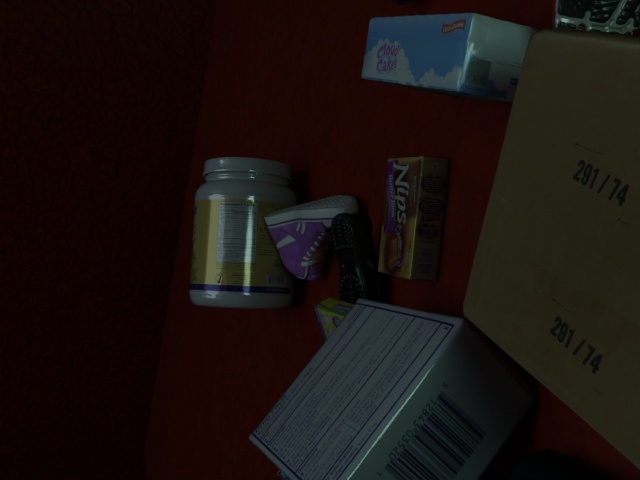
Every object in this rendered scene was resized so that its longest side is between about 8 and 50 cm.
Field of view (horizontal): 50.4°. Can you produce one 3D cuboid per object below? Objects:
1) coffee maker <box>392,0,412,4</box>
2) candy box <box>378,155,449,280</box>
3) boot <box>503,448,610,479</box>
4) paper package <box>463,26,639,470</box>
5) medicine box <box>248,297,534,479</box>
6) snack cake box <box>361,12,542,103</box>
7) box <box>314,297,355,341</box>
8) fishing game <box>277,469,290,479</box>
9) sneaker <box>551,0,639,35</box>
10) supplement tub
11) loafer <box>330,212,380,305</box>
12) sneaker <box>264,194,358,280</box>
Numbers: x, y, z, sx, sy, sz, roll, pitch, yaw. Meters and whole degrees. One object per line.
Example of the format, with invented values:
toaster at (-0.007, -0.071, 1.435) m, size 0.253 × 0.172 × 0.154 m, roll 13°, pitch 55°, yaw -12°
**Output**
coffee maker at (0.081, -0.479, 1.133) m, size 0.120 × 0.171 × 0.178 m, roll -62°, pitch 30°, yaw 13°
candy box at (0.143, -0.036, 1.058) m, size 0.109 × 0.053 × 0.186 m, roll -167°, pitch 81°, yaw -67°
boot at (0.220, 0.317, 0.635) m, size 0.246 × 0.094 × 0.207 m, roll -45°, pitch 14°, yaw -20°
paper package at (0.290, 0.003, 0.552) m, size 0.325 × 0.168 × 0.309 m, roll -136°, pitch 52°, yaw -61°
medicine box at (0.077, 0.230, 0.886) m, size 0.263 × 0.149 × 0.289 m, roll -50°, pitch 16°, yaw -14°
snack cake box at (0.178, -0.232, 0.879) m, size 0.264 × 0.152 × 0.089 m, roll -142°, pitch 59°, yaw -64°
box at (0.066, 0.163, 1.141) m, size 0.179 × 0.043 × 0.105 m, roll 7°, pitch 120°, yaw 54°
fishing game at (-0.067, 0.484, 1.489) m, size 0.264 × 0.041 × 0.189 m, roll -115°, pitch 34°, yaw -50°
sneaker at (0.300, -0.328, 0.712) m, size 0.118 × 0.107 × 0.279 m, roll -111°, pitch 31°, yaw -81°
supplement tub at (-0.175, -0.011, 1.573) m, size 0.241 × 0.241 × 0.331 m, roll 171°, pitch 102°, yaw -67°
loafer at (0.079, 0.055, 1.174) m, size 0.080 × 0.078 × 0.220 m, roll 9°, pitch 111°, yaw 55°
sneaker at (0.001, 0.000, 1.372) m, size 0.282 × 0.102 × 0.161 m, roll -9°, pitch 100°, yaw 59°
